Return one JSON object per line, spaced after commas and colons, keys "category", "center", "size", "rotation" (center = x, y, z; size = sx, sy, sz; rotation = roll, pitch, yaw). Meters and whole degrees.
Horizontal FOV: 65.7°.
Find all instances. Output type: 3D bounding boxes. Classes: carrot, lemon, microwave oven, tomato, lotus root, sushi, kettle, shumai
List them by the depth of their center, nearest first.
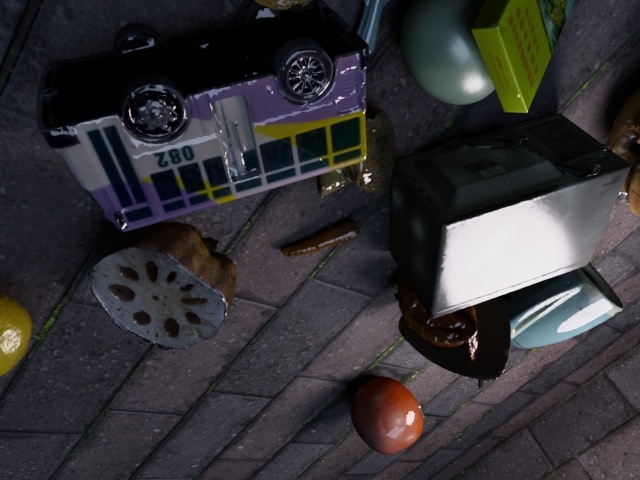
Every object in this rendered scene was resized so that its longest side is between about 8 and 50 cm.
{"category": "lemon", "center": [-0.640, 0.168, 0.909], "size": [0.180, 0.181, 0.193], "rotation": [-36, 104, 10]}
{"category": "shumai", "center": [0.062, -0.164, 0.965], "size": [0.152, 0.209, 0.162], "rotation": [-5, 101, 23]}
{"category": "lotus root", "center": [-0.277, 0.069, 0.966], "size": [0.271, 0.192, 0.272], "rotation": [10, 130, 12]}
{"category": "microwave oven", "center": [0.404, -0.064, 1.138], "size": [0.431, 0.236, 0.375], "rotation": [-17, 137, -11]}
{"category": "carrot", "center": [0.000, 0.000, 1.153], "size": [0.190, 0.047, 0.047], "rotation": [-20, 137, 1]}
{"category": "sushi", "center": [0.320, 0.187, 1.334], "size": [0.167, 0.296, 0.179], "rotation": [-61, 166, 8]}
{"category": "kettle", "center": [0.686, 0.203, 1.530], "size": [0.319, 0.247, 0.342], "rotation": [12, 133, -48]}
{"category": "tomato", "center": [0.223, 0.590, 1.682], "size": [0.224, 0.256, 0.256], "rotation": [-30, 140, -20]}

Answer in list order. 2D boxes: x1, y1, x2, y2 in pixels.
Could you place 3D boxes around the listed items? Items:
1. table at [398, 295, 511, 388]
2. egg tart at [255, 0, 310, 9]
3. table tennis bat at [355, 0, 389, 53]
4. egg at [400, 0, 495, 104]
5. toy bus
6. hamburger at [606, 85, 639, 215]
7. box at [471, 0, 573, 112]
{"category": "table", "center": [0.432, 0.278, 1.515], "size": [0.317, 0.318, 0.249], "rotation": [-25, 150, -2]}
{"category": "egg tart", "center": [-0.059, -0.394, 0.718], "size": [0.128, 0.049, 0.129], "rotation": [-1, 94, -14]}
{"category": "table tennis bat", "center": [0.096, -0.423, 0.794], "size": [0.152, 0.040, 0.245], "rotation": [-3, 128, -24]}
{"category": "egg", "center": [0.231, -0.329, 0.848], "size": [0.168, 0.168, 0.230], "rotation": [-42, 139, 17]}
{"category": "toy bus", "center": [-0.162, -0.190, 0.766], "size": [0.439, 0.209, 0.250], "rotation": [-18, 137, -11]}
{"category": "hamburger", "center": [0.840, -0.287, 1.108], "size": [0.445, 0.268, 0.286], "rotation": [-40, 138, 20]}
{"category": "box", "center": [0.347, -0.398, 0.794], "size": [0.187, 0.047, 0.335], "rotation": [41, 70, -45]}
